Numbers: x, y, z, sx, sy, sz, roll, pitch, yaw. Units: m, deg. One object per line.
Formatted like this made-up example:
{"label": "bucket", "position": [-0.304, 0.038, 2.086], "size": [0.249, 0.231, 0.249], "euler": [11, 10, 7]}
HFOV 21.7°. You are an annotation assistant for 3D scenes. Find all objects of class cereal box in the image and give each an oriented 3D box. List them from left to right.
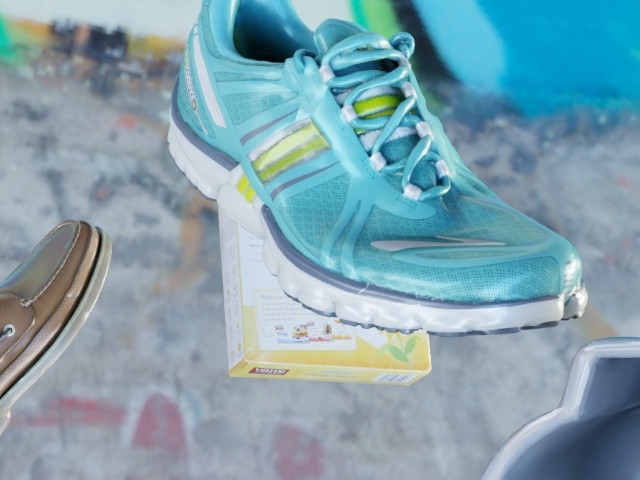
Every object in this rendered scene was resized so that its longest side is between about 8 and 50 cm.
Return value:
{"label": "cereal box", "position": [0.000, 0.000, 1.420], "size": [0.173, 0.047, 0.240], "euler": [6, 67, -24]}

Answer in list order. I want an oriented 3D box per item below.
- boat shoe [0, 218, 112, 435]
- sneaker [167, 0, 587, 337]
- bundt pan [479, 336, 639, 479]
{"label": "boat shoe", "position": [-0.308, 0.089, 1.564], "size": [0.104, 0.110, 0.307], "euler": [42, 62, -24]}
{"label": "sneaker", "position": [0.013, -0.041, 0.759], "size": [0.107, 0.110, 0.275], "euler": [-10, 33, -36]}
{"label": "bundt pan", "position": [0.219, 0.158, 0.617], "size": [0.331, 0.331, 0.124], "euler": [39, 24, 18]}
